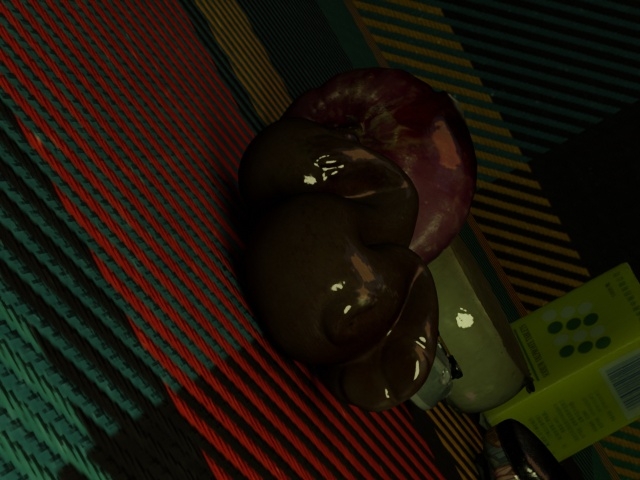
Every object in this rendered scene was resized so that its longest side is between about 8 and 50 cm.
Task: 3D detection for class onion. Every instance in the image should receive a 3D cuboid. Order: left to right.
[{"bbox_3d":[0.063,-0.073,1.555,0.200,0.200,0.207,54,17,-34],"label":"onion"}]

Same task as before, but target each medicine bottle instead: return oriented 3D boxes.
[{"bbox_3d":[0.308,0.160,1.926,0.141,0.250,0.137,56,9,-39],"label":"medicine bottle"}]

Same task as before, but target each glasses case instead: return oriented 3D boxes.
[{"bbox_3d":[0.271,0.335,1.704,0.321,0.082,0.122,58,7,-7],"label":"glasses case"}]

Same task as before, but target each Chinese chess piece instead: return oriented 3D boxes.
[{"bbox_3d":[0.148,0.085,1.771,0.238,0.092,0.238,58,9,-14],"label":"Chinese chess piece"}]

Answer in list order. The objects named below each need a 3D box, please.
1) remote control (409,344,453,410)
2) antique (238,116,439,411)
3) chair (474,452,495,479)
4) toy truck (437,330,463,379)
[{"bbox_3d":[0.047,0.063,1.441,0.247,0.052,0.104,50,13,-37],"label":"remote control"},{"bbox_3d":[0.000,0.000,1.194,0.143,0.121,0.257,44,24,-31],"label":"antique"},{"bbox_3d":[0.075,0.248,0.785,0.221,0.140,0.145,60,10,-14],"label":"chair"},{"bbox_3d":[0.104,0.107,1.607,0.083,0.049,0.054,60,8,-11],"label":"toy truck"}]
